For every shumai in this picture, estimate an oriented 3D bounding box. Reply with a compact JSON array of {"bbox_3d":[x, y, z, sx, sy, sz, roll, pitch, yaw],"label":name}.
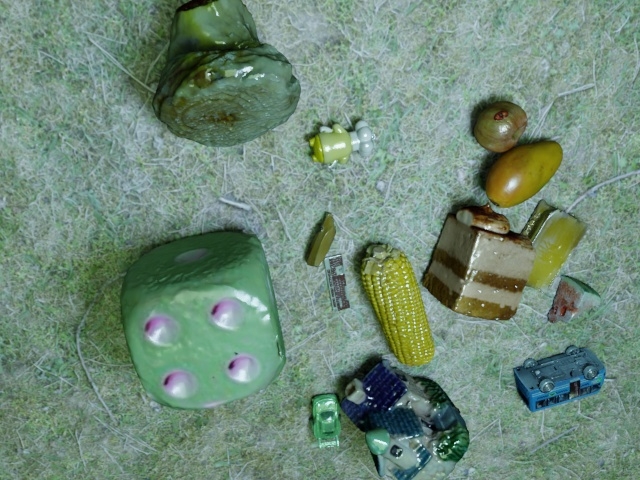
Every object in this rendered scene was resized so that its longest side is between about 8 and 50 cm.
[{"bbox_3d":[-0.208,-0.376,1.160,0.310,0.304,0.263,-8,78,-5],"label":"shumai"}]

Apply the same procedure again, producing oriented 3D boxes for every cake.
[{"bbox_3d":[0.421,0.043,1.411,0.199,0.196,0.292,11,104,-16],"label":"cake"}]

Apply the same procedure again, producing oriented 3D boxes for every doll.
[{"bbox_3d":[0.055,-0.234,1.301,0.163,0.062,0.106,-13,117,-4],"label":"doll"}]

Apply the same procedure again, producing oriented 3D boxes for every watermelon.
[{"bbox_3d":[0.726,0.172,1.566,0.158,0.098,0.121,-34,113,8],"label":"watermelon"}]

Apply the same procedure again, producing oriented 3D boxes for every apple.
[{"bbox_3d":[0.441,-0.280,1.325,0.126,0.102,0.126,-36,147,-28],"label":"apple"}]

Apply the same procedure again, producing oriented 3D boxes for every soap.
[{"bbox_3d":[0.619,0.020,1.495,0.135,0.076,0.233,21,105,-18],"label":"soap"}]

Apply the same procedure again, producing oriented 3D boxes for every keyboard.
[{"bbox_3d":[0.045,0.118,1.461,0.055,0.017,0.165,-12,113,-5],"label":"keyboard"}]

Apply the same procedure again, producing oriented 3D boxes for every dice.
[{"bbox_3d":[-0.262,0.180,1.269,0.323,0.318,0.330,-14,112,-4],"label":"dice"}]

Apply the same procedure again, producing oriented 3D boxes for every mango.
[{"bbox_3d":[0.519,-0.180,1.364,0.253,0.113,0.138,-34,118,-17],"label":"mango"}]

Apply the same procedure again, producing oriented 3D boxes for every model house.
[{"bbox_3d":[0.205,0.490,1.484,0.284,0.298,0.243,33,102,-20],"label":"model house"}]

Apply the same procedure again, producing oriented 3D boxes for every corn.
[{"bbox_3d":[0.213,0.185,1.452,0.144,0.144,0.387,-22,112,-1],"label":"corn"}]

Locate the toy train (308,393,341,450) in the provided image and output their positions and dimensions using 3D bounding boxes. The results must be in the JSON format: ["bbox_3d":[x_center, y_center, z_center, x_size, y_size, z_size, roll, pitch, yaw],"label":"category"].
[{"bbox_3d":[0.019,0.528,1.584,0.099,0.081,0.149,-4,112,-8],"label":"toy train"}]

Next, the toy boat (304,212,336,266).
[{"bbox_3d":[0.000,0.000,1.391,0.047,0.049,0.149,8,110,-46],"label":"toy boat"}]

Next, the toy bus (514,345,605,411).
[{"bbox_3d":[0.732,0.426,1.653,0.247,0.113,0.134,-16,117,-2],"label":"toy bus"}]
